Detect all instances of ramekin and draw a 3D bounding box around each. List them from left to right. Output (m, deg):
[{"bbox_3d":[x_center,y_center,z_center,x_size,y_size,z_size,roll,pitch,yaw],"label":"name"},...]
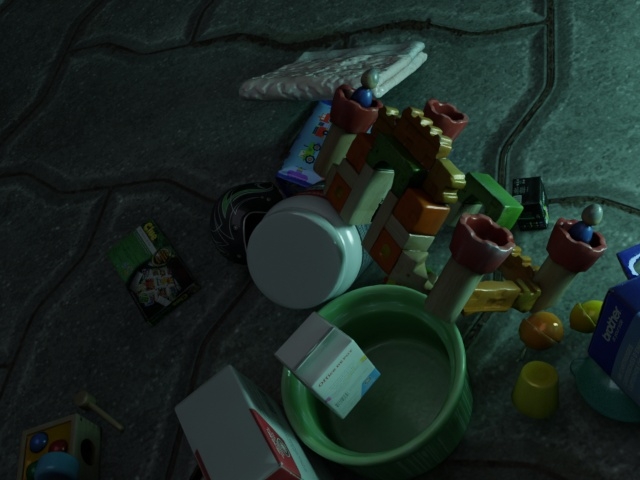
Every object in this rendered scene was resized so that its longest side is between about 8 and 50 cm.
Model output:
[{"bbox_3d":[0.102,0.238,1.251,0.303,0.148,0.304,-14,52,18],"label":"ramekin"}]

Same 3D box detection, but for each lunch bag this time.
[{"bbox_3d":[0.094,-0.145,1.565,0.293,0.138,0.221,15,61,24],"label":"lunch bag"}]

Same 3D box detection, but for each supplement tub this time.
[{"bbox_3d":[0.000,0.000,1.374,0.191,0.191,0.272,-8,12,22],"label":"supplement tub"}]

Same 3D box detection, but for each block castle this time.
[{"bbox_3d":[0.211,-0.090,1.253,0.453,0.302,0.213,54,131,40],"label":"block castle"}]

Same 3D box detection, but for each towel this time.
[{"bbox_3d":[0.034,-0.372,1.700,0.331,0.054,0.317,3,28,29],"label":"towel"}]

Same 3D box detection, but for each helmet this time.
[{"bbox_3d":[-0.147,-0.033,1.569,0.161,0.169,0.169,-25,47,-13],"label":"helmet"}]

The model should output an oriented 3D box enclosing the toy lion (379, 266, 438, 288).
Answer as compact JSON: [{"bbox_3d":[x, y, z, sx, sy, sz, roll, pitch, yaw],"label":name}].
[{"bbox_3d":[0.161,0.082,1.418,0.100,0.034,0.096,-37,41,-2],"label":"toy lion"}]

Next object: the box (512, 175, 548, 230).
[{"bbox_3d":[0.376,-0.065,1.378,0.052,0.083,0.062,-5,55,25],"label":"box"}]

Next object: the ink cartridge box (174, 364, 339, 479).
[{"bbox_3d":[-0.079,0.343,1.185,0.114,0.273,0.197,-38,48,1],"label":"ink cartridge box"}]

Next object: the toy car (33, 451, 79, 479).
[{"bbox_3d":[-0.360,0.481,1.287,0.237,0.210,0.219,-10,40,4],"label":"toy car"}]

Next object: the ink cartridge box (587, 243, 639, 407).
[{"bbox_3d":[0.557,0.154,1.023,0.269,0.151,0.395,-19,45,-19],"label":"ink cartridge box"}]

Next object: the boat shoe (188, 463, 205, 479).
[{"bbox_3d":[-0.180,0.387,1.349,0.056,0.049,0.152,16,65,35],"label":"boat shoe"}]

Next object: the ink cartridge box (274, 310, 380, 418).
[{"bbox_3d":[0.009,0.181,1.142,0.092,0.143,0.090,-47,50,-11],"label":"ink cartridge box"}]

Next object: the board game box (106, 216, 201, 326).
[{"bbox_3d":[-0.373,0.064,1.700,0.136,0.030,0.260,-40,49,-2],"label":"board game box"}]

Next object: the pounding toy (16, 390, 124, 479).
[{"bbox_3d":[-0.479,0.376,1.479,0.181,0.094,0.206,-20,50,13],"label":"pounding toy"}]

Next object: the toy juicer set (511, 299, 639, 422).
[{"bbox_3d":[0.454,0.186,1.166,0.328,0.090,0.209,2,39,8],"label":"toy juicer set"}]
